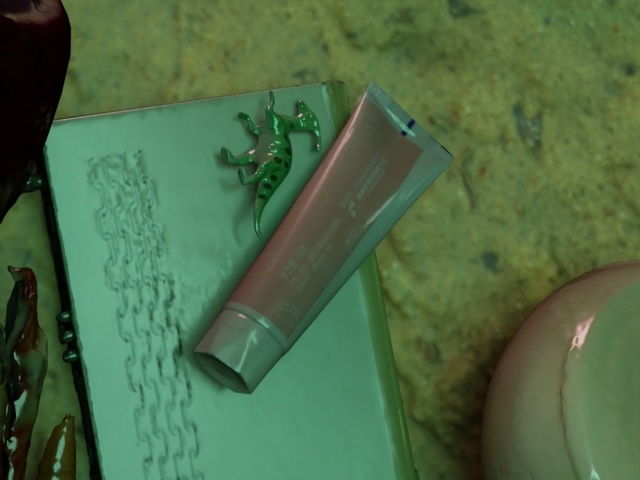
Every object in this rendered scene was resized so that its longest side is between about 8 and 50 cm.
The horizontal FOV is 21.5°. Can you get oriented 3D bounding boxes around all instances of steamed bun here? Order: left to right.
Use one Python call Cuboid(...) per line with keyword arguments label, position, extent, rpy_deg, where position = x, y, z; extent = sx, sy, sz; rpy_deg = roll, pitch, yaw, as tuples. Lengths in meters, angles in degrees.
Cuboid(label="steamed bun", position=(0.192, 0.132, 0.988), extent=(0.232, 0.145, 0.232), rpy_deg=(12, 61, -23))

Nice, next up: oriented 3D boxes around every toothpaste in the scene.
Cuboid(label="toothpaste", position=(0.000, 0.000, 0.954), extent=(0.067, 0.043, 0.194), rpy_deg=(42, 68, -9))

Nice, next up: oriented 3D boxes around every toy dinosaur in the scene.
Cuboid(label="toy dinosaur", position=(-0.024, -0.044, 0.958), extent=(0.062, 0.021, 0.083), rpy_deg=(-12, 87, -33))

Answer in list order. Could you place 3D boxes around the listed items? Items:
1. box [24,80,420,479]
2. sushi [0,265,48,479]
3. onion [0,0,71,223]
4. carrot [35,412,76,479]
Cuboid(label="box", position=(-0.057, 0.052, 0.971), extent=(0.211, 0.045, 0.270), rpy_deg=(-11, 88, -18))
Cuboid(label="sushi", position=(-0.227, 0.168, 0.865), extent=(0.130, 0.124, 0.332), rpy_deg=(12, 79, -6))
Cuboid(label="onion", position=(-0.297, -0.076, 0.796), extent=(0.337, 0.282, 0.260), rpy_deg=(31, 107, 6))
Cuboid(label="carrot", position=(-0.155, 0.200, 0.914), extent=(0.048, 0.048, 0.216), rpy_deg=(12, 88, -16))
